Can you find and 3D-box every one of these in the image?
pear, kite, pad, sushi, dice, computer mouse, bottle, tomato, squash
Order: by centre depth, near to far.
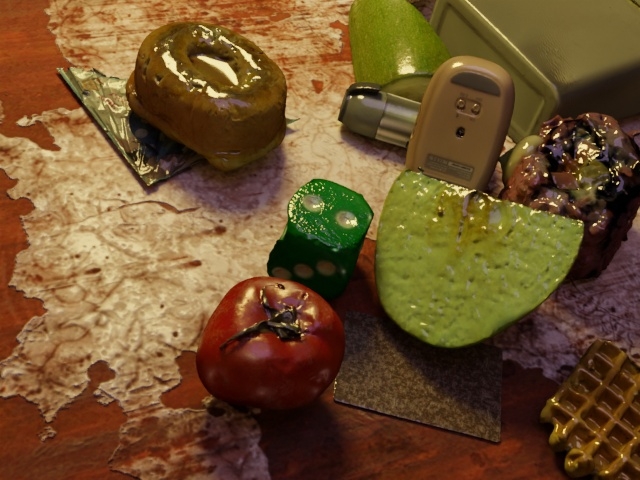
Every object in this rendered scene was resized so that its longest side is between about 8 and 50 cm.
[{"bbox_3d":[-0.063,0.141,1.201,0.187,0.151,0.187,12,43,-12],"label":"tomato"},{"bbox_3d":[0.138,0.184,1.318,0.234,0.003,0.158,14,48,-3],"label":"pad"},{"bbox_3d":[0.000,0.000,1.355,0.120,0.128,0.131,23,47,2],"label":"dice"},{"bbox_3d":[0.208,0.055,1.362,0.288,0.139,0.239,19,70,25],"label":"pear"},{"bbox_3d":[0.386,-0.076,1.499,0.236,0.171,0.270,35,55,15],"label":"sushi"},{"bbox_3d":[0.220,-0.172,1.511,0.145,0.237,0.082,15,13,3],"label":"computer mouse"},{"bbox_3d":[-0.236,-0.214,1.550,0.405,0.014,0.369,12,48,-4],"label":"kite"},{"bbox_3d":[0.158,-0.196,1.588,0.253,0.096,0.080,16,41,0],"label":"bottle"},{"bbox_3d":[0.163,-0.354,1.718,0.203,0.111,0.289,9,47,-10],"label":"squash"}]

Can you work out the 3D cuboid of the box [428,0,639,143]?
[{"bbox_3d":[0.430,-0.357,1.755,0.343,0.177,0.352,-23,60,-27],"label":"box"}]

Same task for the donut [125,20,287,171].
[{"bbox_3d":[-0.168,-0.236,1.492,0.261,0.128,0.208,34,50,13],"label":"donut"}]

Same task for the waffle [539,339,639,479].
[{"bbox_3d":[0.389,0.246,1.301,0.160,0.055,0.211,39,53,17],"label":"waffle"}]

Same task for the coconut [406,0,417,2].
[{"bbox_3d":[0.186,-0.562,1.869,0.171,0.171,0.183,36,53,16],"label":"coconut"}]
